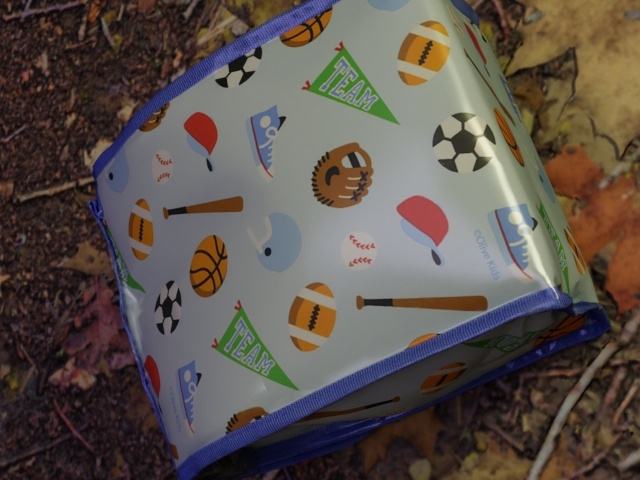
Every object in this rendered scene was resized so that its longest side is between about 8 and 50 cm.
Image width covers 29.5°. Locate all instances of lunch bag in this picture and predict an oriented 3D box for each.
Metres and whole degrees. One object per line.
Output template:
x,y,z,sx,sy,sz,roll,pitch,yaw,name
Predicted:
0.000,0.000,1.036,0.385,0.239,0.328,-27,69,17,lunch bag
